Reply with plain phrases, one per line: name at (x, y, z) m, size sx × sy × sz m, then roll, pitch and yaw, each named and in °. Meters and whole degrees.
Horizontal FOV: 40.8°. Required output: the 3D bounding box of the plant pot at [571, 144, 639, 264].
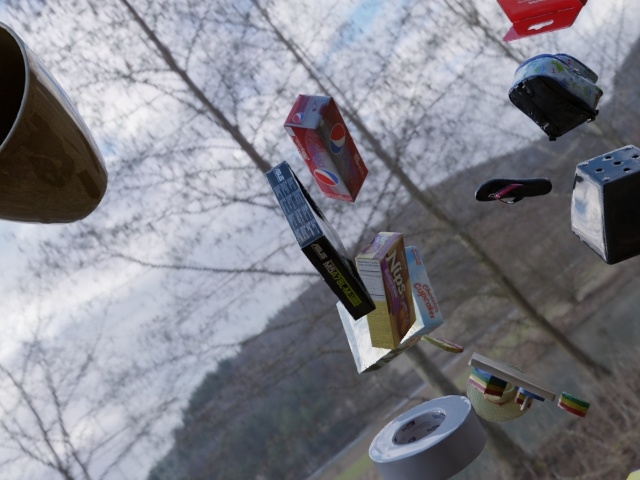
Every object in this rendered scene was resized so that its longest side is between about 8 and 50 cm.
plant pot at (0.626, -0.087, 1.772) m, size 0.188 × 0.167 × 0.187 m, roll -20°, pitch 26°, yaw -1°

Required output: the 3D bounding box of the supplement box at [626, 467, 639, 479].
supplement box at (0.849, 0.680, 2.091) m, size 0.195 × 0.194 × 0.357 m, roll -32°, pitch -10°, yaw 32°

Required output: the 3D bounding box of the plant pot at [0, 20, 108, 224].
plant pot at (-0.395, -0.117, 1.109) m, size 0.237 × 0.237 × 0.254 m, roll -40°, pitch -27°, yaw 3°

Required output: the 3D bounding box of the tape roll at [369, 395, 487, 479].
tape roll at (0.203, 0.384, 1.639) m, size 0.219 × 0.072 × 0.219 m, roll -29°, pitch 7°, yaw 4°

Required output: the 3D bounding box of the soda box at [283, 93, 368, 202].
soda box at (0.016, -0.196, 1.853) m, size 0.092 × 0.084 × 0.263 m, roll -65°, pitch -31°, yaw -24°

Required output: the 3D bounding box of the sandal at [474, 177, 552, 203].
sandal at (0.452, -0.114, 2.020) m, size 0.179 × 0.040 × 0.067 m, roll -5°, pitch -39°, yaw 13°

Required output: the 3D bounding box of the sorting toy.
sorting toy at (0.279, 0.219, 1.324) m, size 0.046 × 0.275 × 0.132 m, roll -67°, pitch -12°, yaw 1°

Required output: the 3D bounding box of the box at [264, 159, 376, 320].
box at (0.000, 0.000, 1.267) m, size 0.045 × 0.190 × 0.184 m, roll -30°, pitch -49°, yaw 3°

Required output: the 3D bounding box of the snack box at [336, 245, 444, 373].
snack box at (0.152, 0.165, 1.973) m, size 0.060 × 0.187 × 0.322 m, roll -6°, pitch -23°, yaw -29°

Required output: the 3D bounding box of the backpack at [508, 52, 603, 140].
backpack at (0.334, -0.217, 1.242) m, size 0.105 × 0.114 × 0.084 m, roll -30°, pitch 32°, yaw 57°

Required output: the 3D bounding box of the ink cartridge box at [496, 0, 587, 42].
ink cartridge box at (0.355, -0.417, 1.320) m, size 0.134 × 0.078 × 0.231 m, roll -2°, pitch 50°, yaw 50°

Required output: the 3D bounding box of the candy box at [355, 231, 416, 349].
candy box at (0.121, 0.090, 1.566) m, size 0.109 × 0.053 × 0.186 m, roll -44°, pitch -49°, yaw -51°

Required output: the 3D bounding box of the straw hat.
straw hat at (0.388, 0.321, 1.866) m, size 0.144 × 0.144 × 0.061 m, roll -38°, pitch -26°, yaw -3°
